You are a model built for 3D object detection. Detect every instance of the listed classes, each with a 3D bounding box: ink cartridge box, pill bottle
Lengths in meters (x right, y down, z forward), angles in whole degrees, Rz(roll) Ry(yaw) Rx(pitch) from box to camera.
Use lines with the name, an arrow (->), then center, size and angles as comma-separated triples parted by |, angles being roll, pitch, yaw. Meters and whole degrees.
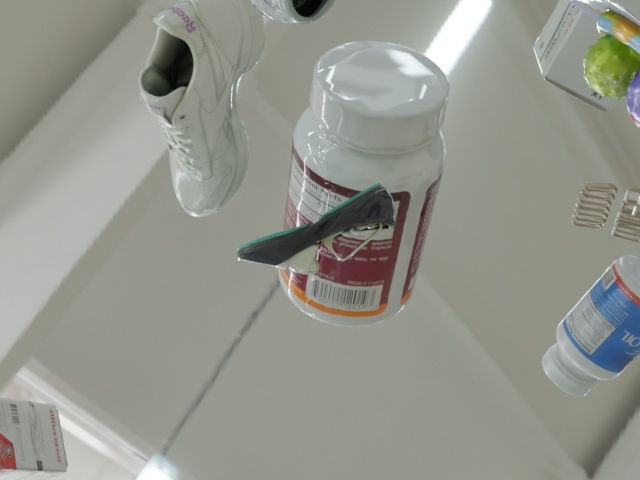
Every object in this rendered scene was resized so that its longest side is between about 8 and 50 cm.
ink cartridge box -> 0.426, -0.330, 1.596 | 0.114, 0.273, 0.197 | 26, -69, -3
pill bottle -> 0.450, 0.140, 1.648 | 0.124, 0.124, 0.221 | 4, -49, -40
ink cartridge box -> -0.408, 0.267, 1.400 | 0.135, 0.056, 0.099 | 29, -140, -61
pill bottle -> 0.061, -0.080, 1.557 | 0.224, 0.224, 0.392 | -26, -38, -33

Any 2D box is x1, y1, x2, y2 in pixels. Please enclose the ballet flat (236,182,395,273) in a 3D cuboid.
ballet flat -> 0.000, 0.000, 1.271 | 0.203, 0.074, 0.074 | -24, -61, -1

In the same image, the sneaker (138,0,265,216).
sneaker -> -0.157, -0.151, 1.215 | 0.152, 0.114, 0.305 | -30, -38, -41

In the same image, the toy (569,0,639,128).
toy -> 0.228, -0.112, 0.738 | 0.137, 0.237, 0.056 | 35, -72, -5

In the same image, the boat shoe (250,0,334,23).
boat shoe -> 0.018, -0.260, 0.752 | 0.079, 0.081, 0.227 | 14, -75, -34

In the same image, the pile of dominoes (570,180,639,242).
pile of dominoes -> 0.553, -0.059, 1.864 | 0.251, 0.196, 0.040 | 65, -138, -70
